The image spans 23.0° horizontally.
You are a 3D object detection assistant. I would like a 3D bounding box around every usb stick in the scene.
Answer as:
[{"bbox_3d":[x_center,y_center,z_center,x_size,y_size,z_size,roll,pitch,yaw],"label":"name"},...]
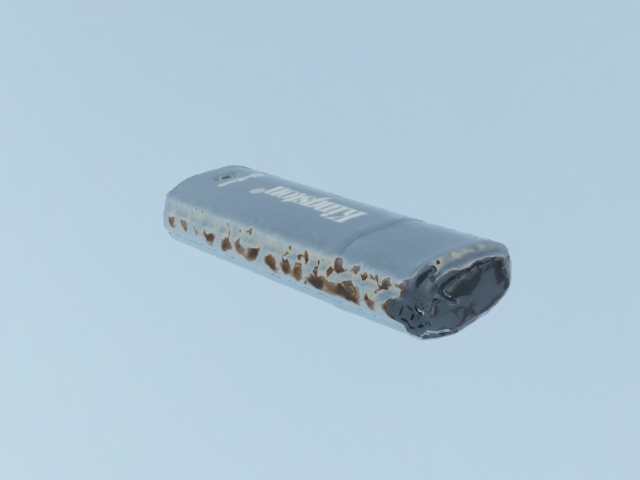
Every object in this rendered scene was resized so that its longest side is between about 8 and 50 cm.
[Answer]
[{"bbox_3d":[0.000,0.000,0.901,0.278,0.077,0.045,19,-50,54],"label":"usb stick"}]
